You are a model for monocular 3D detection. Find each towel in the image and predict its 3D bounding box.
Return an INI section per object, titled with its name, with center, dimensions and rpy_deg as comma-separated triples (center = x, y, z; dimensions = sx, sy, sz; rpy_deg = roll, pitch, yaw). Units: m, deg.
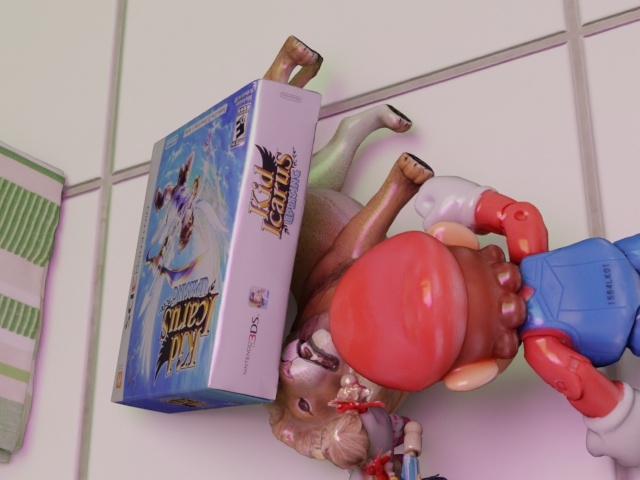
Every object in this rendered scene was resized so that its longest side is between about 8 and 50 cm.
[towel]
center = -0.363, 0.024, 1.455
dimensions = 0.038, 0.248, 0.324
rpy_deg = -27, 47, 39

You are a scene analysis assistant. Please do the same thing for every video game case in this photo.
[video game case]
center = -0.093, 0.015, 1.282
dimensions = 0.269, 0.061, 0.244
rpy_deg = 160, 119, -65

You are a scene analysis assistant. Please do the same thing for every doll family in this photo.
[doll family]
center = 0.062, 0.225, 1.084
dimensions = 0.118, 0.163, 0.263
rpy_deg = -1, 81, 18

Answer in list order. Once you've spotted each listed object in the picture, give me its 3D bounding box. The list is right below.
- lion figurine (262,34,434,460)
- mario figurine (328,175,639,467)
[lion figurine]
center = 0.000, 0.000, 1.328
dimensions = 0.240, 0.142, 0.392
rpy_deg = -54, 33, 14
[mario figurine]
center = 0.165, 0.054, 1.147
dimensions = 0.321, 0.170, 0.198
rpy_deg = -3, 29, -3
